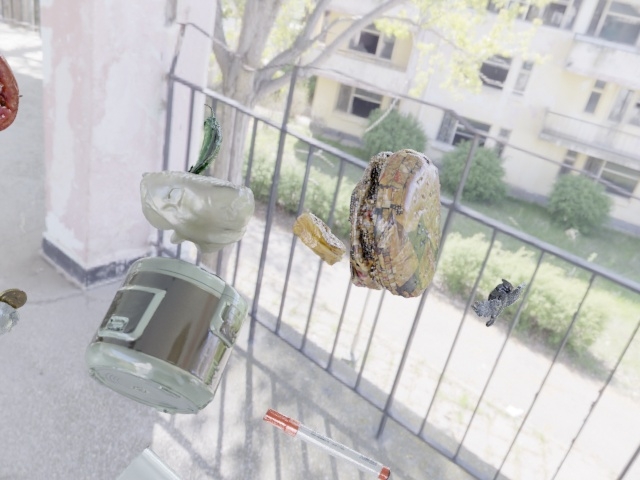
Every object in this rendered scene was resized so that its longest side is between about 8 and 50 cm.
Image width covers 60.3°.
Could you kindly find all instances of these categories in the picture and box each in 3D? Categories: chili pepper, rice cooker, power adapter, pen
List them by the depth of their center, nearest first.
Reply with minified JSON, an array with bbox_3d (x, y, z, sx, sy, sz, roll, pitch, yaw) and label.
[{"bbox_3d":[0.010,0.355,0.959,0.239,0.028,0.028,25,28,5],"label":"pen"},{"bbox_3d":[-0.257,0.494,0.962,0.255,0.187,0.124,40,59,3],"label":"power adapter"},{"bbox_3d":[-0.356,0.214,1.319,0.334,0.335,0.326,15,58,6],"label":"rice cooker"},{"bbox_3d":[-0.361,-0.304,1.757,0.122,0.279,0.065,9,-14,35],"label":"chili pepper"}]

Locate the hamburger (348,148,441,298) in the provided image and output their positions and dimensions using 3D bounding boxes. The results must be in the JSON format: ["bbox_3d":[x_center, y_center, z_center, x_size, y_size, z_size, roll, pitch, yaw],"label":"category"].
[{"bbox_3d":[0.117,-0.028,0.831,0.106,0.231,0.231,13,23,31],"label":"hamburger"}]

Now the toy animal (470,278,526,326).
[{"bbox_3d":[0.373,0.131,1.165,0.220,0.108,0.062,-9,57,-48],"label":"toy animal"}]

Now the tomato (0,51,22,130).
[{"bbox_3d":[-0.485,-0.210,0.703,0.166,0.174,0.082,-22,64,-16],"label":"tomato"}]

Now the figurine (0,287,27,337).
[{"bbox_3d":[-0.783,0.195,1.238,0.271,0.143,0.143,-47,51,-10],"label":"figurine"}]

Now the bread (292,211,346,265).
[{"bbox_3d":[0.000,0.000,0.900,0.083,0.044,0.110,52,8,34],"label":"bread"}]

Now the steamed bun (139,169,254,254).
[{"bbox_3d":[-0.358,-0.079,1.581,0.324,0.220,0.310,8,6,-11],"label":"steamed bun"}]
